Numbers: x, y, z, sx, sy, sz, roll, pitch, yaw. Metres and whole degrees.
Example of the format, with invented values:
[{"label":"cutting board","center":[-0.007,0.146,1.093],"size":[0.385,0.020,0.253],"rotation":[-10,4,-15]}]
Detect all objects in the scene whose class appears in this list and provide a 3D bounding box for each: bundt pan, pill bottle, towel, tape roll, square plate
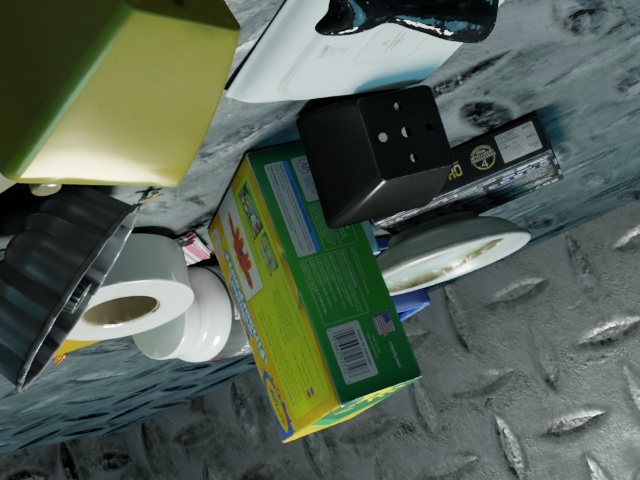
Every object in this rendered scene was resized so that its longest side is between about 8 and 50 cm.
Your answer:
[{"label":"bundt pan","center":[-0.410,0.057,1.446],"size":[0.330,0.124,0.331],"rotation":[-59,-176,7]},{"label":"pill bottle","center":[-0.234,0.159,2.132],"size":[0.210,0.210,0.363],"rotation":[-30,164,33]},{"label":"towel","center":[-0.326,0.038,1.939],"size":[0.197,0.029,0.144],"rotation":[-18,166,2]},{"label":"tape roll","center":[-0.387,0.092,1.825],"size":[0.286,0.100,0.286],"rotation":[-15,158,-6]},{"label":"square plate","center":[0.087,-0.278,1.277],"size":[0.344,0.049,0.347],"rotation":[-12,164,-31]}]

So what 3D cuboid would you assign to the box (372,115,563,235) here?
[{"label":"box","center":[0.320,-0.120,2.097],"size":[0.395,0.097,0.318],"rotation":[-23,164,15]}]

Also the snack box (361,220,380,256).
[{"label":"snack box","center":[0.000,0.000,1.914],"size":[0.060,0.187,0.322],"rotation":[-13,164,-27]}]

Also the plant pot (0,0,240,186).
[{"label":"plant pot","center":[-0.203,-0.192,0.912],"size":[0.187,0.212,0.212],"rotation":[-44,155,30]}]

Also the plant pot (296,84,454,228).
[{"label":"plant pot","center":[0.097,-0.140,1.465],"size":[0.188,0.188,0.167],"rotation":[-14,175,-22]}]

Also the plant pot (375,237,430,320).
[{"label":"plant pot","center":[0.100,0.125,2.471],"size":[0.236,0.212,0.236],"rotation":[-10,162,-37]}]

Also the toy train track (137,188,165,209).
[{"label":"toy train track","center":[-0.290,-0.070,1.609],"size":[0.048,0.014,0.083],"rotation":[-19,174,-34]}]

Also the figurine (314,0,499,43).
[{"label":"figurine","center":[0.111,-0.310,1.043],"size":[0.210,0.092,0.215],"rotation":[-9,142,-25]}]

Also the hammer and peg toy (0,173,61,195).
[{"label":"hammer and peg toy","center":[-0.412,-0.109,1.060],"size":[0.361,0.127,0.266],"rotation":[-27,163,25]}]

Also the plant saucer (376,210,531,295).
[{"label":"plant saucer","center":[0.265,0.018,2.157],"size":[0.401,0.100,0.400],"rotation":[-18,167,-4]}]

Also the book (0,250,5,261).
[{"label":"book","center":[-0.544,0.043,1.650],"size":[0.144,0.035,0.096],"rotation":[-11,159,-28]}]

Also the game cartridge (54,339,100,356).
[{"label":"game cartridge","center":[-0.546,0.188,2.159],"size":[0.324,0.052,0.285],"rotation":[-19,166,-14]}]

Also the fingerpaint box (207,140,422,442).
[{"label":"fingerpaint box","center":[-0.027,0.099,1.717],"size":[0.163,0.444,0.371],"rotation":[-15,164,-22]}]

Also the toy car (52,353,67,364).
[{"label":"toy car","center":[-0.618,0.249,2.341],"size":[0.040,0.060,0.122],"rotation":[39,109,-23]}]
